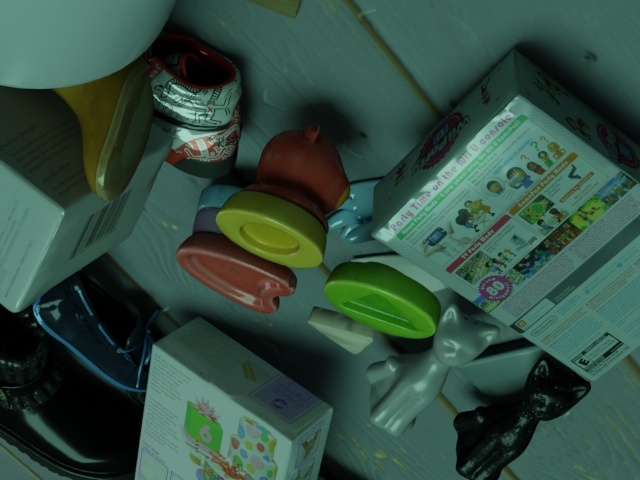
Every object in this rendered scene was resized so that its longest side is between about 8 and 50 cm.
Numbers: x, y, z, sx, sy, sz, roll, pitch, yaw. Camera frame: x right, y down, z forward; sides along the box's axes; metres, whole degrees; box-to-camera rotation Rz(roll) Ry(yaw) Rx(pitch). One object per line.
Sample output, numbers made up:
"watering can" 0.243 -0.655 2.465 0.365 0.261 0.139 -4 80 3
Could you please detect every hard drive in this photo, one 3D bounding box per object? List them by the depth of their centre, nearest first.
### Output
"hard drive" 0.248 0.161 1.889 0.135 0.022 0.094 -17 128 40

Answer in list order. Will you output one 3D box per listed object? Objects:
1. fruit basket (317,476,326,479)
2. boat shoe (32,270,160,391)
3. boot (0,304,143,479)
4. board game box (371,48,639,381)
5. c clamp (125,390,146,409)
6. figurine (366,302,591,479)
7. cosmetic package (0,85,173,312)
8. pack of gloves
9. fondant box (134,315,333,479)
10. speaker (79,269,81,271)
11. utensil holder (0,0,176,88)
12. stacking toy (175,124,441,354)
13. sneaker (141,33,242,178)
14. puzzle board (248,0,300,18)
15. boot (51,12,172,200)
"fruit basket" -0.033 0.477 2.294 0.327 0.165 0.353 34 144 -16
"boat shoe" -0.263 0.124 2.005 0.089 0.109 0.258 -30 144 18
"boot" -0.378 0.198 2.150 0.348 0.131 0.260 23 142 -1
"board game box" 0.238 -0.017 1.568 0.303 0.097 0.224 34 122 -19
"c clamp" -0.209 0.230 2.199 0.137 0.022 0.160 33 143 -6
"figurine" 0.186 0.177 1.861 0.215 0.092 0.209 31 134 -11
"cosmetic package" -0.374 -0.129 1.588 0.385 0.217 0.156 37 125 10
"pack of gloves" 0.115 0.007 1.751 0.232 0.046 0.195 -10 131 35
"fondant box" -0.125 0.299 2.046 0.238 0.096 0.330 32 132 25
"speaker" -0.335 0.026 1.984 0.055 0.055 0.136 17 142 6
"utensil holder" -0.221 -0.353 1.259 0.328 0.327 0.385 26 143 -6
"stacking toy" 0.000 0.000 1.732 0.280 0.130 0.309 28 160 -15
"sneaker" -0.210 -0.171 1.666 0.270 0.090 0.145 18 136 7
"puzzle board" -0.074 -0.278 1.529 0.128 0.011 0.096 22 144 1
"boot" -0.267 -0.178 1.516 0.211 0.295 0.104 7 153 5
